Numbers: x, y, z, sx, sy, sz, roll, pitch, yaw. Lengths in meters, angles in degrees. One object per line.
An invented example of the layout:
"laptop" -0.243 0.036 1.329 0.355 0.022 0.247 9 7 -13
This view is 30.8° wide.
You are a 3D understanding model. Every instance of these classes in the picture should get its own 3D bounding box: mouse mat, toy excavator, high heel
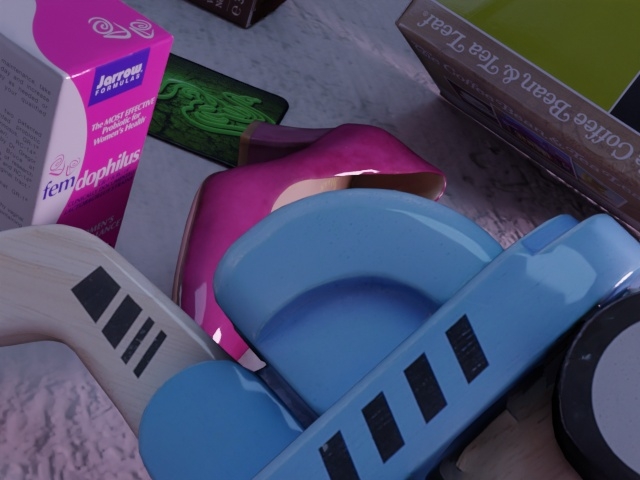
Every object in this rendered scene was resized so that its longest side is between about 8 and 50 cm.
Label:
"mouse mat" -0.134 -0.136 1.124 0.190 0.007 0.152 23 36 0
"toy excavator" -0.048 0.081 0.660 0.433 0.222 0.445 -41 72 -6
"high heel" 0.000 0.000 0.901 0.181 0.127 0.377 11 33 4

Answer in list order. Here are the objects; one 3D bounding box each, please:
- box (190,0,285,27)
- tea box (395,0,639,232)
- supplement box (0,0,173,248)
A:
"box" -0.196 -0.415 1.294 0.382 0.191 0.143 27 36 8
"tea box" 0.312 -0.216 1.138 0.329 0.323 0.220 39 1 22
"supplement box" -0.202 -0.067 0.818 0.114 0.220 0.111 34 38 17
